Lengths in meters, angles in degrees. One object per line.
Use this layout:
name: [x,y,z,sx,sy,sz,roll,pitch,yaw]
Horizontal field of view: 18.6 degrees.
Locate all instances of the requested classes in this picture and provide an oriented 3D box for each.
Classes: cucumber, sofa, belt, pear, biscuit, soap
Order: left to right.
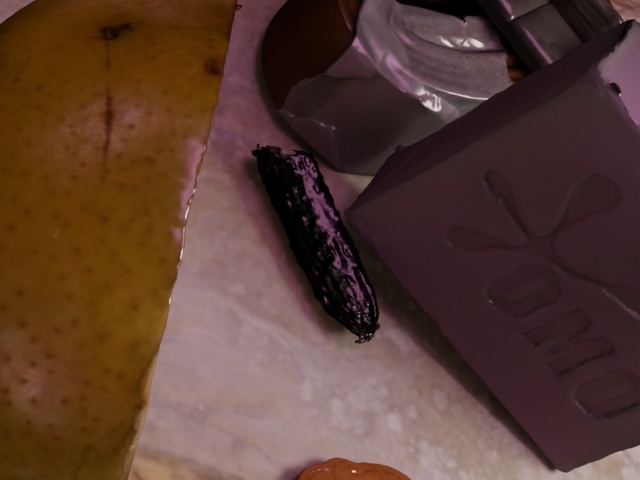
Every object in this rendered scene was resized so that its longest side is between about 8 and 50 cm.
pear: [-0.179,-0.009,1.237,0.191,0.340,0.387,13,55,-8]
cucumber: [0.000,0.000,1.544,0.053,0.053,0.181,-14,74,-41]
biscuit: [0.031,0.210,1.453,0.130,0.019,0.102,5,59,-33]
belt: [0.105,-0.169,1.681,0.338,0.122,0.217,-11,68,-42]
sofa: [0.189,-0.201,1.637,0.085,0.060,0.147,-26,77,-45]
soap: [0.215,0.010,1.506,0.296,0.285,0.107,48,43,-11]
